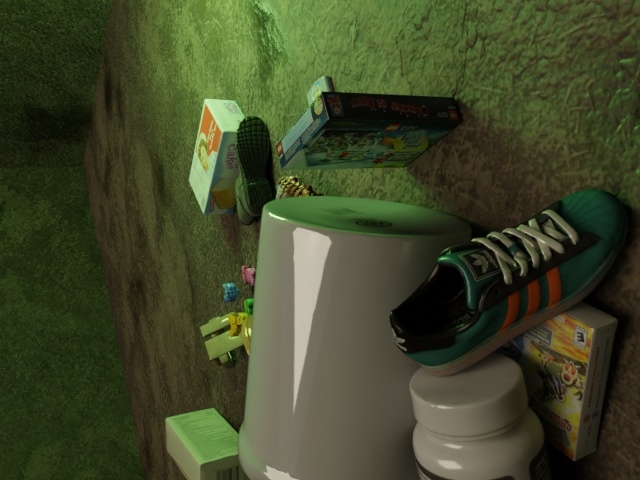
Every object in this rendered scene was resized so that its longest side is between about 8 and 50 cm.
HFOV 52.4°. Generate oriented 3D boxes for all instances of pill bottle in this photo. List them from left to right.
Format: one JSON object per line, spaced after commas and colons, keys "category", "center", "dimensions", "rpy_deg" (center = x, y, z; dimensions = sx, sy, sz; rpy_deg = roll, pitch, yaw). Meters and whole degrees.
{"category": "pill bottle", "center": [0.206, 0.294, 0.814], "dimensions": [0.161, 0.161, 0.284], "rpy_deg": [12, 119, 59]}

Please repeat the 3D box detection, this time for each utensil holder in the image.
{"category": "utensil holder", "center": [0.052, 0.148, 0.970], "dimensions": [0.327, 0.327, 0.386], "rpy_deg": [26, 114, 57]}

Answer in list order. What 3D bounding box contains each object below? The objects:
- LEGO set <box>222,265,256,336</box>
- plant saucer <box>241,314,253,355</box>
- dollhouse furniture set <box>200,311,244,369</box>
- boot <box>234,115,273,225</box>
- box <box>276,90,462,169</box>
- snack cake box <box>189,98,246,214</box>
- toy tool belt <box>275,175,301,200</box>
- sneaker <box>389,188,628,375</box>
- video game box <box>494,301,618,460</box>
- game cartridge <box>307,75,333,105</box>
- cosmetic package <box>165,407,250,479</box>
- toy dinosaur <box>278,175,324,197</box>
{"category": "LEGO set", "center": [-0.187, 0.174, 1.629], "dimensions": [0.093, 0.086, 0.227], "rpy_deg": [-19, 78, 60]}
{"category": "plant saucer", "center": [-0.094, 0.243, 1.409], "dimensions": [0.037, 0.200, 0.200], "rpy_deg": [-35, 57, 14]}
{"category": "dollhouse furniture set", "center": [-0.242, 0.270, 1.800], "dimensions": [0.151, 0.123, 0.144], "rpy_deg": [66, 178, -57]}
{"category": "boot", "center": [-0.182, -0.165, 1.583], "dimensions": [0.161, 0.083, 0.247], "rpy_deg": [165, 100, -66]}
{"category": "box", "center": [0.071, -0.160, 0.974], "dimensions": [0.159, 0.233, 0.044], "rpy_deg": [-38, 62, 56]}
{"category": "snack cake box", "center": [-0.265, -0.217, 1.706], "dimensions": [0.152, 0.089, 0.264], "rpy_deg": [60, 142, 40]}
{"category": "toy tool belt", "center": [-0.077, -0.113, 1.429], "dimensions": [0.051, 0.052, 0.083], "rpy_deg": [43, 130, 39]}
{"category": "sneaker", "center": [0.211, 0.038, 0.736], "dimensions": [0.302, 0.121, 0.108], "rpy_deg": [-41, 49, 9]}
{"category": "video game box", "center": [0.270, 0.145, 0.836], "dimensions": [0.205, 0.048, 0.187], "rpy_deg": [33, 133, 55]}
{"category": "game cartridge", "center": [-0.001, -0.291, 1.304], "dimensions": [0.083, 0.017, 0.056], "rpy_deg": [-37, 58, 56]}
{"category": "cosmetic package", "center": [-0.321, 0.599, 1.856], "dimensions": [0.309, 0.160, 0.113], "rpy_deg": [16, 109, 60]}
{"category": "toy dinosaur", "center": [0.000, 0.000, 1.261], "dimensions": [0.218, 0.164, 0.322], "rpy_deg": [-53, 29, 29]}
